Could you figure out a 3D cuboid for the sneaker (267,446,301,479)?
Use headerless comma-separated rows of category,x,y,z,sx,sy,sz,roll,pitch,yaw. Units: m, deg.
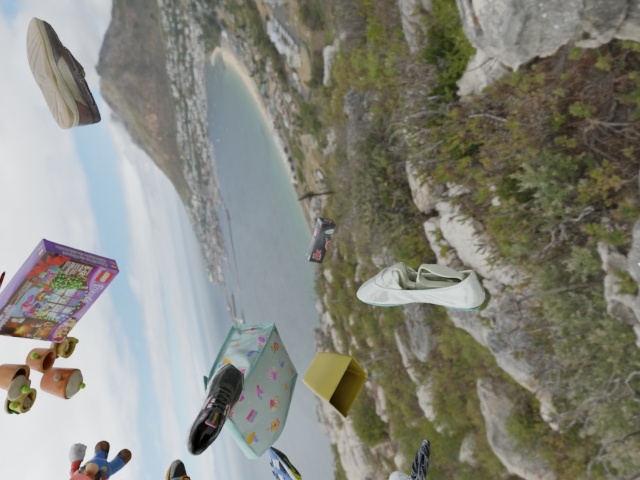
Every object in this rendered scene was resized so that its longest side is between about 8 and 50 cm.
sneaker,-0.114,0.638,1.238,0.053,0.059,0.144,39,175,-41

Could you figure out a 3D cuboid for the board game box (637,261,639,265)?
board game box,0.591,0.085,0.628,0.211,0.039,0.160,61,167,20

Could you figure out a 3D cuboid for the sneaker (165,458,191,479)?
sneaker,-0.416,0.782,1.360,0.084,0.083,0.215,45,-162,-56

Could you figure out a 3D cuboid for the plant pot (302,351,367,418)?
plant pot,0.051,0.605,1.925,0.187,0.212,0.212,15,151,37

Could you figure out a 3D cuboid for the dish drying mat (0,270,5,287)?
dish drying mat,-0.657,0.094,0.905,0.083,0.008,0.032,-40,44,40

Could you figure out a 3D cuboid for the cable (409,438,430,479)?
cable,0.352,0.762,1.521,0.184,0.047,0.150,94,-158,-50

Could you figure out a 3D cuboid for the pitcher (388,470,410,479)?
pitcher,0.188,0.765,1.228,0.125,0.207,0.177,-34,65,33

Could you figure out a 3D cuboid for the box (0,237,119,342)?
box,-0.712,0.144,1.175,0.293,0.201,0.057,-47,53,11

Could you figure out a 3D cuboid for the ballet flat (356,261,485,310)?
ballet flat,0.290,0.125,1.346,0.400,0.139,0.139,0,103,32

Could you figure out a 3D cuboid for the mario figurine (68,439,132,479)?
mario figurine,-0.719,0.739,1.431,0.320,0.198,0.170,172,84,-85

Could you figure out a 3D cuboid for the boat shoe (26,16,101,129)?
boat shoe,-0.587,-0.377,1.010,0.103,0.092,0.285,-38,74,38

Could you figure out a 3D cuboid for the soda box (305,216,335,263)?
soda box,0.000,0.000,1.664,0.053,0.060,0.169,-119,44,-60

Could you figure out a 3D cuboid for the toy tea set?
toy tea set,-0.787,0.400,1.282,0.336,0.124,0.200,-70,-9,-85

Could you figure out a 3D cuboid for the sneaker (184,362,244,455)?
sneaker,-0.196,0.325,0.838,0.178,0.072,0.077,-68,10,-14

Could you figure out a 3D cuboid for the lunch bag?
lunch bag,-0.176,0.373,1.106,0.262,0.160,0.223,-69,-34,-51
